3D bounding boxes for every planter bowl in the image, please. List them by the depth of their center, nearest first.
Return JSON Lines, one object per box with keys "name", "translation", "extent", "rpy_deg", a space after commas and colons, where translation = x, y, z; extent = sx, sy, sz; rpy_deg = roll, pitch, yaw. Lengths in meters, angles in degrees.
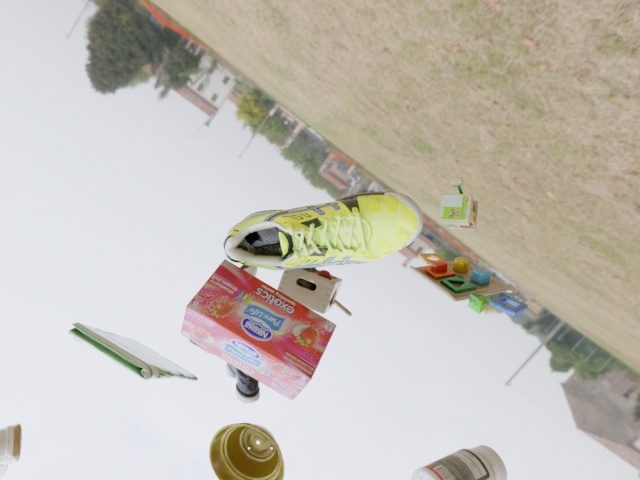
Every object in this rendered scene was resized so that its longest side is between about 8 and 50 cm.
{"name": "planter bowl", "translation": [-0.185, 0.573, 1.150], "extent": [0.217, 0.217, 0.090], "rpy_deg": [38, -163, 6]}

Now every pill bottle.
{"name": "pill bottle", "translation": [0.436, 0.752, 1.319], "extent": [0.283, 0.161, 0.161], "rpy_deg": [-3, -148, -31]}

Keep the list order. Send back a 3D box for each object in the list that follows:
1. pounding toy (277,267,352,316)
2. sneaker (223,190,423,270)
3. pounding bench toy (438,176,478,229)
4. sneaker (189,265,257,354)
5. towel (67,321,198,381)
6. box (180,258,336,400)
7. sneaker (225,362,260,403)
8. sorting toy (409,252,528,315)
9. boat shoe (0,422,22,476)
{"name": "pounding toy", "translation": [0.009, 0.120, 1.084], "extent": [0.180, 0.094, 0.206], "rpy_deg": [20, -178, 11]}
{"name": "sneaker", "translation": [0.000, 0.000, 0.797], "extent": [0.147, 0.384, 0.145], "rpy_deg": [-47, -54, -71]}
{"name": "pounding bench toy", "translation": [0.250, -0.065, 0.755], "extent": [0.052, 0.084, 0.065], "rpy_deg": [4, 174, 32]}
{"name": "sneaker", "translation": [-0.198, 0.183, 1.087], "extent": [0.144, 0.270, 0.090], "rpy_deg": [28, 144, 7]}
{"name": "towel", "translation": [-0.477, 0.308, 1.111], "extent": [0.247, 0.038, 0.325], "rpy_deg": [25, 162, 11]}
{"name": "box", "translation": [-0.118, 0.170, 0.804], "extent": [0.256, 0.123, 0.128], "rpy_deg": [31, -132, 1]}
{"name": "sneaker", "translation": [-0.266, 0.433, 1.493], "extent": [0.101, 0.153, 0.268], "rpy_deg": [1, -161, -25]}
{"name": "sorting toy", "translation": [0.350, 0.085, 1.064], "extent": [0.195, 0.047, 0.347], "rpy_deg": [-3, -159, -23]}
{"name": "boat shoe", "translation": [-0.706, 0.444, 0.885], "extent": [0.096, 0.277, 0.098], "rpy_deg": [7, -125, -43]}
